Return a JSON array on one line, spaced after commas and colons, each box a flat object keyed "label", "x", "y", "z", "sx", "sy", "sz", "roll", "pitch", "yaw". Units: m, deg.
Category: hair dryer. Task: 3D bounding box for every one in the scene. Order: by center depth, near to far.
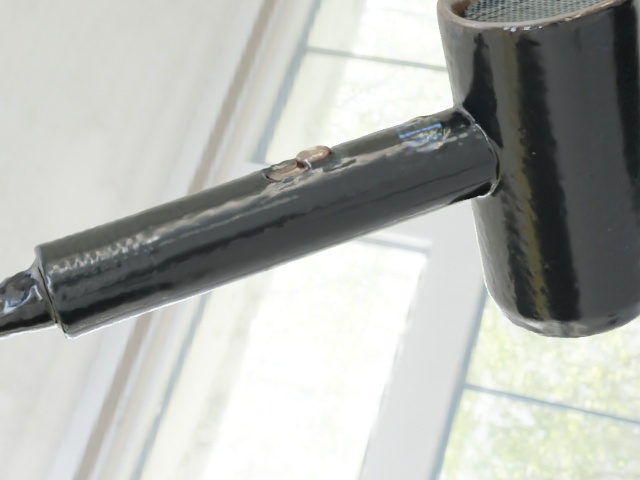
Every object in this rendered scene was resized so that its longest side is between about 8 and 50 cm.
[{"label": "hair dryer", "x": 0.000, "y": 0.000, "z": 0.427, "sx": 0.070, "sy": 0.256, "sz": 0.128, "roll": -124, "pitch": 16, "yaw": -59}]
